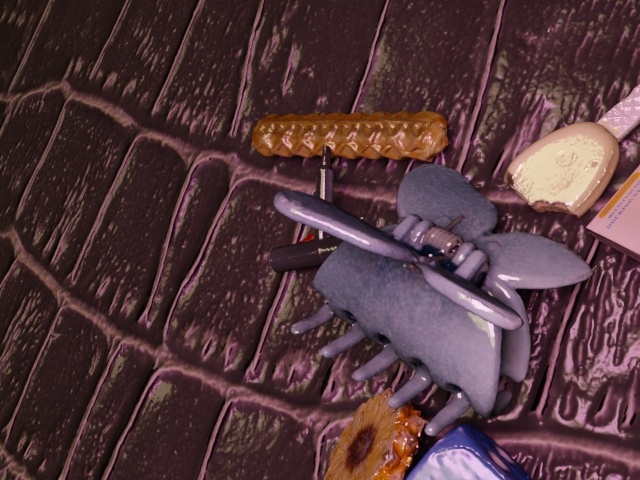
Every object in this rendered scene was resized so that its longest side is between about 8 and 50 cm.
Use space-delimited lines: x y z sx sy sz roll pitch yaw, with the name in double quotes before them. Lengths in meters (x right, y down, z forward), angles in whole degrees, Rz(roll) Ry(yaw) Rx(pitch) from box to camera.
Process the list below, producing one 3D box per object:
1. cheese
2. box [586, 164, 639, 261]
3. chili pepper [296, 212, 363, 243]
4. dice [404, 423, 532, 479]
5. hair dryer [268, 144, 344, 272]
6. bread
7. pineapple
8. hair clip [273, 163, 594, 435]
"cheese" 0.387 -0.134 0.890 0.255 0.050 0.127 -43 61 14
"box" 0.420 -0.028 0.765 0.129 0.033 0.247 -52 17 8
"chili pepper" 0.000 0.000 1.084 0.178 0.027 0.045 -29 80 20
"dice" 0.192 0.334 0.829 0.143 0.146 0.146 43 99 28
"hair dryer" -0.012 -0.053 1.052 0.173 0.050 0.194 -12 81 20
"bread" 0.040 -0.179 1.079 0.367 0.077 0.084 5 82 31
"pineapple" 0.066 0.297 0.891 0.047 0.221 0.221 37 99 -9
"hair clip" 0.141 0.077 0.854 0.318 0.392 0.238 32 119 29
